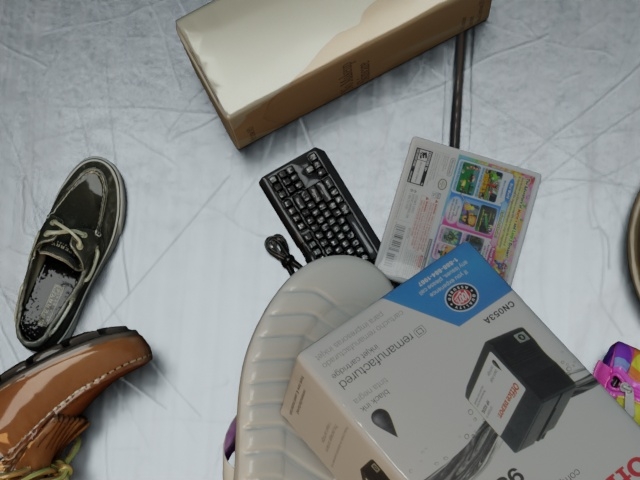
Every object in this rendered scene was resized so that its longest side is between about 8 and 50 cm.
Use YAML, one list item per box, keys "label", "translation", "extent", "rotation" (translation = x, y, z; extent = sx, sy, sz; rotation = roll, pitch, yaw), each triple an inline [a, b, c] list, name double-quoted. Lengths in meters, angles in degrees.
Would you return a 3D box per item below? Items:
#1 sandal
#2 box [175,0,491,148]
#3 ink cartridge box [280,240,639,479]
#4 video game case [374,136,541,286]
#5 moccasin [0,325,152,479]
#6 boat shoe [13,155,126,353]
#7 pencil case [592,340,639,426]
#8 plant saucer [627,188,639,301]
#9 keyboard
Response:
- label: "sandal"
  translation: [-0.030, 0.213, 1.741]
  extent: [0.169, 0.102, 0.416]
  rotation: [20, 74, -24]
- label: "box"
  translation: [0.016, -0.231, 1.809]
  extent: [0.311, 0.148, 0.121]
  rotation: [-28, 80, -2]
- label: "ink cartridge box"
  translation: [0.147, 0.189, 1.631]
  extent: [0.223, 0.129, 0.307]
  rotation: [-32, 69, -26]
- label: "video game case"
  translation: [0.143, -0.016, 1.818]
  extent: [0.143, 0.019, 0.157]
  rotation: [17, 76, 1]
- label: "moccasin"
  translation: [-0.319, 0.227, 1.741]
  extent: [0.380, 0.139, 0.147]
  rotation: [-39, 87, -7]
- label: "boat shoe"
  translation: [-0.261, 0.013, 1.811]
  extent: [0.077, 0.070, 0.219]
  rotation: [16, 80, 5]
- label: "pencil case"
  translation: [0.376, 0.185, 1.739]
  extent: [0.236, 0.104, 0.104]
  rotation: [23, 81, 5]
- label: "plant saucer"
  translation: [0.455, 0.010, 1.799]
  extent: [0.277, 0.041, 0.278]
  rotation: [0, 79, 2]
- label: "keyboard"
  translation: [0.000, 0.000, 1.828]
  extent: [0.108, 0.023, 0.180]
  rotation: [-31, 79, -3]
